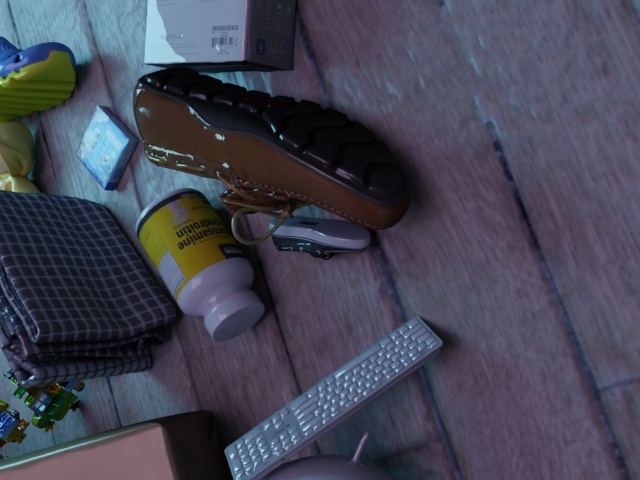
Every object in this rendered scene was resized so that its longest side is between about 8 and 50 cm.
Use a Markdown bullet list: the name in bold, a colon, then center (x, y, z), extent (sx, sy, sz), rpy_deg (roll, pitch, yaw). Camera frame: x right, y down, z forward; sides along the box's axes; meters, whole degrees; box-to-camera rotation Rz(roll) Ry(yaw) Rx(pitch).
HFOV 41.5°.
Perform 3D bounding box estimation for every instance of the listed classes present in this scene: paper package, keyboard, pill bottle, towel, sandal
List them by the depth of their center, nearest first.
- **keyboard**: center (0.012, 0.166, 0.888), extent (0.256, 0.014, 0.072), rpy_deg (-34, 31, -3)
- **paper package**: center (-0.267, 0.397, 1.048), extent (0.324, 0.168, 0.310), rpy_deg (-19, 80, 10)
- **pill bottle**: center (-0.147, 0.031, 1.056), extent (0.103, 0.103, 0.184), rpy_deg (-49, 64, 28)
- **towel**: center (-0.349, 0.051, 1.133), extent (0.121, 0.235, 0.284), rpy_deg (-49, 63, 21)
- **sandal**: center (-0.499, -0.257, 1.311), extent (0.317, 0.126, 0.138), rpy_deg (-11, 80, 36)

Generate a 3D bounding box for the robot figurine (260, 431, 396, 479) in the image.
- **robot figurine**: center (0.013, 0.380, 0.881), extent (0.299, 0.200, 0.354), rpy_deg (-8, 86, 4)

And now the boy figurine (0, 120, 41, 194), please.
- **boy figurine**: center (-0.501, -0.045, 1.336), extent (0.177, 0.092, 0.285), rpy_deg (24, 109, 37)

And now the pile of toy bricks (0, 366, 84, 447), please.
- **pile of toy bricks**: center (-0.401, 0.230, 1.255), extent (0.118, 0.105, 0.212), rpy_deg (16, 61, 37)

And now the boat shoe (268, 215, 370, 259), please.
- **boat shoe**: center (0.000, 0.000, 0.982), extent (0.142, 0.049, 0.040), rpy_deg (10, 116, 38)

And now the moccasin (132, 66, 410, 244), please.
- **moccasin**: center (-0.069, -0.086, 0.969), extent (0.380, 0.139, 0.147), rpy_deg (19, 121, 26)

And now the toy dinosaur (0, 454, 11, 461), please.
- **toy dinosaur**: center (-0.505, 0.374, 1.241), extent (0.321, 0.218, 0.164), rpy_deg (14, 58, 29)

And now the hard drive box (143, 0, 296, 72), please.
- **hard drive box**: center (-0.121, -0.328, 1.035), extent (0.181, 0.089, 0.232), rpy_deg (8, 97, 37)

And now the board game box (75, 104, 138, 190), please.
- **board game box**: center (-0.313, -0.135, 1.231), extent (0.090, 0.020, 0.090), rpy_deg (44, 115, 28)
